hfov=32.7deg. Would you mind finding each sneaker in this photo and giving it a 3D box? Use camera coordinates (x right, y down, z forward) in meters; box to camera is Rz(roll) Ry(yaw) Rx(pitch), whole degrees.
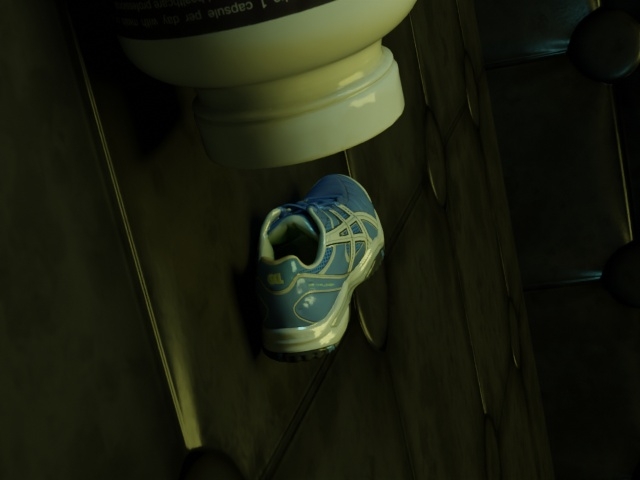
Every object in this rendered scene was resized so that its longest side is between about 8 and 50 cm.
[{"bbox_3d":[0.000,0.000,0.834,0.211,0.080,0.081,-74,154,-56],"label":"sneaker"}]

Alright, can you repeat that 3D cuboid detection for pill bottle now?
[{"bbox_3d":[-0.049,-0.210,0.592,0.181,0.182,0.323,-66,145,-60],"label":"pill bottle"}]
